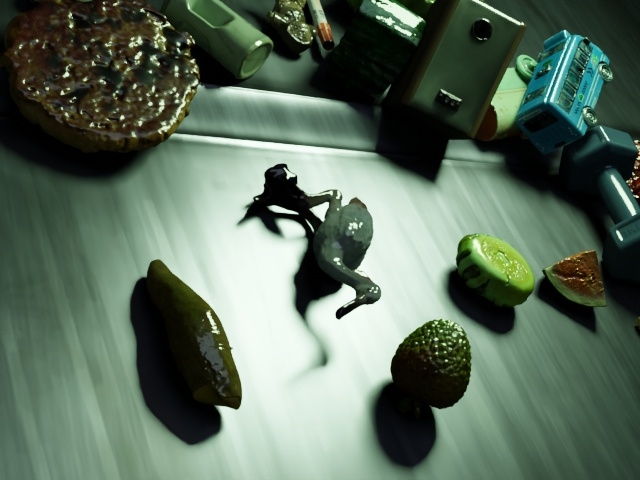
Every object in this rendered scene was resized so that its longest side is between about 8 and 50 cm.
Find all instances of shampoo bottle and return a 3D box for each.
[{"bbox_3d":[-0.201,-0.382,1.826,0.234,0.087,0.118,39,21,7],"label":"shampoo bottle"}]

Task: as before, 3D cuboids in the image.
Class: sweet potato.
[{"bbox_3d":[-0.166,0.108,1.326,0.077,0.077,0.243,-4,52,-39],"label":"sweet potato"}]

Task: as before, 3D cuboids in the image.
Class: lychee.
[{"bbox_3d":[0.153,0.178,1.453,0.114,0.114,0.146,28,77,-8],"label":"lychee"}]

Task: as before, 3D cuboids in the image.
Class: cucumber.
[{"bbox_3d":[0.101,-0.382,1.982,0.130,0.191,0.191,32,37,-12],"label":"cucumber"}]

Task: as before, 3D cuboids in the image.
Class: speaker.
[{"bbox_3d":[0.244,-0.320,1.937,0.153,0.230,0.192,26,0,-10],"label":"speaker"}]

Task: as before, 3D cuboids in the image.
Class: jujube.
[{"bbox_3d":[0.648,-0.129,2.175,0.104,0.104,0.165,19,53,-19],"label":"jujube"}]

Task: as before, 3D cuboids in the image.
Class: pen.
[{"bbox_3d":[-0.006,-0.448,2.082,0.028,0.028,0.239,14,36,-24],"label":"pen"}]

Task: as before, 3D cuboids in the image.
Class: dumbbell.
[{"bbox_3d":[0.575,-0.071,2.012,0.144,0.156,0.316,-10,48,-5],"label":"dumbbell"}]

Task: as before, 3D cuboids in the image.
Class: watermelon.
[{"bbox_3d":[0.452,0.047,1.834,0.125,0.094,0.135,25,33,1],"label":"watermelon"}]

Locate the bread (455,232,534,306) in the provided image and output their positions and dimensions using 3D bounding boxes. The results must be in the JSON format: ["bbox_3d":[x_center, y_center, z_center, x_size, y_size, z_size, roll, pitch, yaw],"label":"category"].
[{"bbox_3d":[0.283,0.050,1.721,0.139,0.071,0.130,19,42,-22],"label":"bread"}]

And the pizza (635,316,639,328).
[{"bbox_3d":[0.672,0.160,1.883,0.204,0.080,0.188,34,37,3],"label":"pizza"}]

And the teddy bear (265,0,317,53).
[{"bbox_3d":[-0.059,-0.424,1.997,0.119,0.078,0.160,16,58,-39],"label":"teddy bear"}]

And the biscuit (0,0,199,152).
[{"bbox_3d":[-0.331,-0.254,1.591,0.289,0.081,0.334,31,45,-3],"label":"biscuit"}]

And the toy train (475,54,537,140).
[{"bbox_3d":[0.380,-0.282,2.143,0.285,0.116,0.177,-13,69,-45],"label":"toy train"}]

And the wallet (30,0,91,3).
[{"bbox_3d":[-0.353,-0.360,1.739,0.255,0.031,0.137,29,40,-4],"label":"wallet"}]

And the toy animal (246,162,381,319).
[{"bbox_3d":[0.025,0.007,1.564,0.195,0.090,0.324,-6,43,-33],"label":"toy animal"}]

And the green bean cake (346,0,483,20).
[{"bbox_3d":[0.193,-0.506,2.199,0.247,0.156,0.250,39,37,5],"label":"green bean cake"}]

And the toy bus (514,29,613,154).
[{"bbox_3d":[0.484,-0.298,2.095,0.134,0.113,0.246,40,53,-19],"label":"toy bus"}]
